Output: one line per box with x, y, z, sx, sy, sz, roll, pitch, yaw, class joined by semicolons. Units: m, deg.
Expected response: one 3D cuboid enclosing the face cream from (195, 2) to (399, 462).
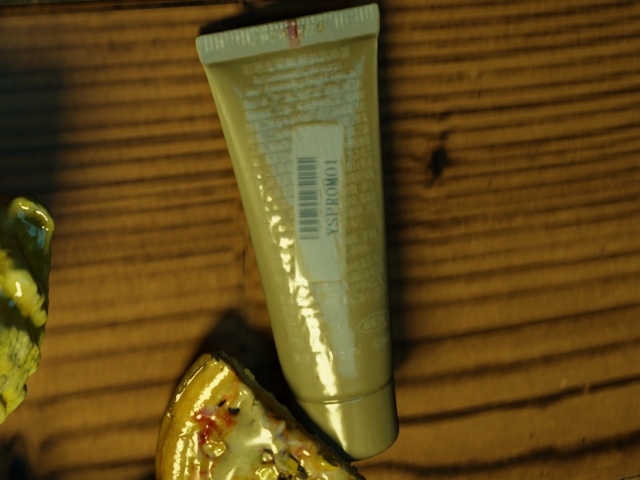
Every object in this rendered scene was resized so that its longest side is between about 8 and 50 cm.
0.000;0.000;1.152;0.137;0.084;0.341;-12;109;-10;face cream

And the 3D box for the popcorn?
-0.266;0.046;0.972;0.185;0.187;0.167;24;60;-24;popcorn

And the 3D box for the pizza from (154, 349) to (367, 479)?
-0.047;0.188;1.166;0.176;0.036;0.184;22;111;5;pizza
